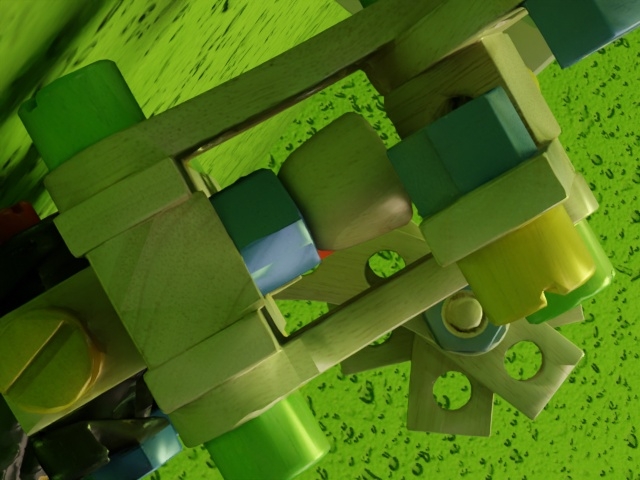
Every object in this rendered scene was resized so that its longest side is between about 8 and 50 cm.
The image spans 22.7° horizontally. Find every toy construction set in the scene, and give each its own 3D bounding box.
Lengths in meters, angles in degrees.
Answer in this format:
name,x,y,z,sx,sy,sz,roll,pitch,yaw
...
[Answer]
name,x,y,z,sx,sy,sz,roll,pitch,yaw
toy construction set,0.000,0.000,0.522,0.215,0.151,0.328,-31,166,0

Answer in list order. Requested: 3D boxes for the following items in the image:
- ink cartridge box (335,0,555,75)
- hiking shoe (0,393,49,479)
name,x,y,z,sx,sy,sz,roll,pitch,yaw
ink cartridge box,0.102,-0.178,0.483,0.201,0.117,0.278,-53,-178,-16
hiking shoe,-0.169,0.113,0.910,0.132,0.113,0.304,19,-105,56
